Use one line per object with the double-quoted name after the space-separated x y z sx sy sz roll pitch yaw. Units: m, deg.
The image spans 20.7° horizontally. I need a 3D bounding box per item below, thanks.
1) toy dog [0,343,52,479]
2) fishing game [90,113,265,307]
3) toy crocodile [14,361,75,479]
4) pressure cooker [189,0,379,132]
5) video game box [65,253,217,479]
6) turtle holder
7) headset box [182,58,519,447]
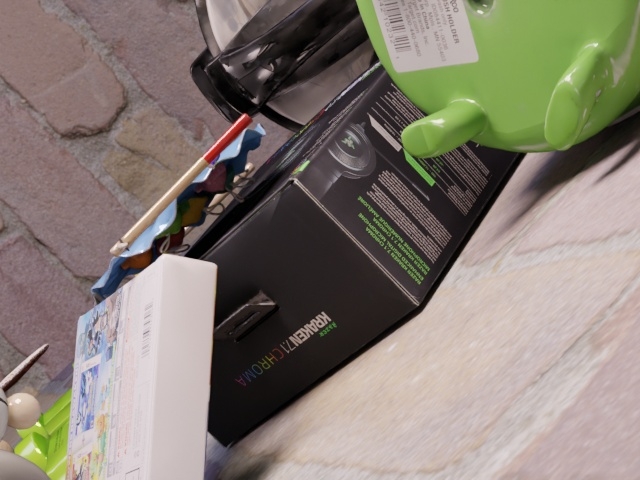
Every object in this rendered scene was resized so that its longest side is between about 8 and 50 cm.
-0.232 0.195 1.364 0.161 0.220 0.334 -7 -6 -13 "toy dog"
-0.101 -0.013 1.325 0.189 0.041 0.264 -45 -2 -9 "fishing game"
-0.230 0.193 1.745 0.115 0.105 0.340 -44 11 -3 "toy crocodile"
0.056 -0.305 1.970 0.420 0.376 0.369 -61 -21 -67 "pressure cooker"
-0.128 0.132 1.206 0.187 0.048 0.205 -29 54 59 "video game box"
0.173 -0.206 1.171 0.227 0.243 0.320 -28 -14 -37 "turtle holder"
0.000 0.000 1.365 0.246 0.131 0.283 -39 9 40 "headset box"
